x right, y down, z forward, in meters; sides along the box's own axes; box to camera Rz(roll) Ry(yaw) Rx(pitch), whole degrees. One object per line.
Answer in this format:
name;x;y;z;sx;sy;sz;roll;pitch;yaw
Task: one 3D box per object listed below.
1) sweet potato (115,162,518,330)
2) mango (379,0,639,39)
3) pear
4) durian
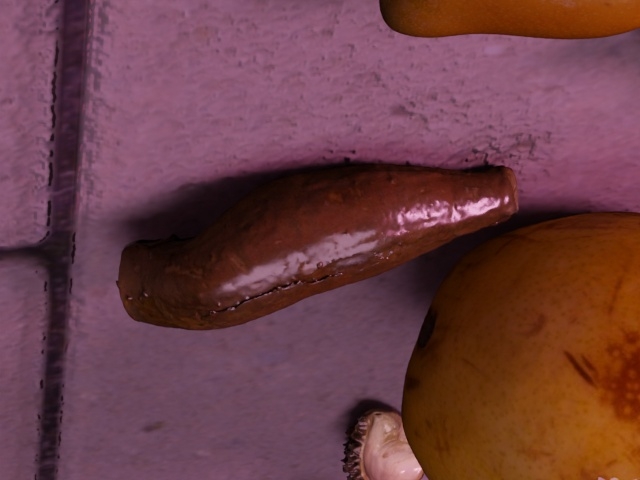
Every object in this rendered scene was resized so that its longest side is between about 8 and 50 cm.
sweet potato;-0.002;-0.007;1.324;0.285;0.085;0.112;-20;180;-1
mango;0.122;-0.159;1.111;0.184;0.085;0.102;-3;152;11
pear;0.197;0.108;1.364;0.280;0.281;0.281;-6;146;-4
durian;0.052;0.185;1.634;0.066;0.052;0.130;-23;143;17
